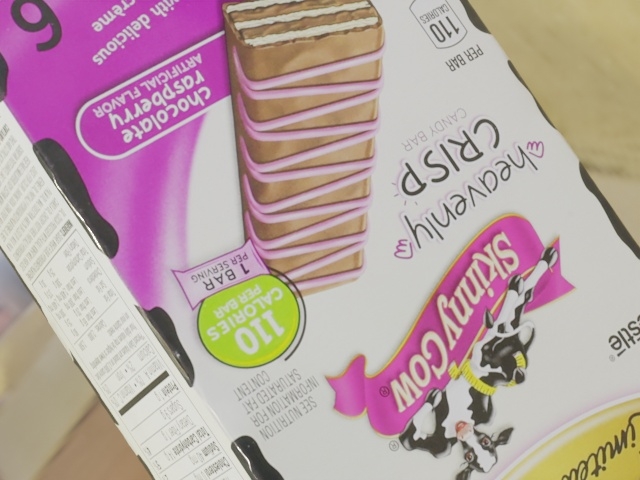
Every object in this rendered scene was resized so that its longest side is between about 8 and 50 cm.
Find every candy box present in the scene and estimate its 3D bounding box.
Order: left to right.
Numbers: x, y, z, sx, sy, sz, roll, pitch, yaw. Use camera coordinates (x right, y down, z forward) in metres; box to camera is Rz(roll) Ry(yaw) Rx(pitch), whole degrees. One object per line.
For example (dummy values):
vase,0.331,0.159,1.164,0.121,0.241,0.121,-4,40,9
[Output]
candy box,0.000,0.000,0.538,0.233,0.159,0.071,56,150,3
